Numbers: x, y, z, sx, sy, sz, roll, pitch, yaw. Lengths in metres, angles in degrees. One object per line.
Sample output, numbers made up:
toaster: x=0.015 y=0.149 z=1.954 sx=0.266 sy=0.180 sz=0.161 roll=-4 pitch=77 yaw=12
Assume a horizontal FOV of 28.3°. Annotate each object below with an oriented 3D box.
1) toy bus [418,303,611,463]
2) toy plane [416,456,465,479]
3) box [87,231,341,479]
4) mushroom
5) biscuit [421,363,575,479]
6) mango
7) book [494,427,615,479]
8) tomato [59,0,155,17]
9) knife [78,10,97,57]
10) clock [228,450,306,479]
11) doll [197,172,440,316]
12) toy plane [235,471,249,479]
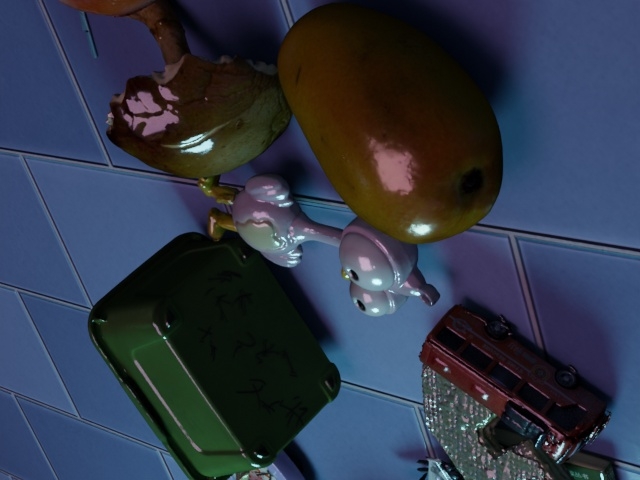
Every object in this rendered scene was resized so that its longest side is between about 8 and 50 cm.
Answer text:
toy bus: x=0.236 y=0.173 z=1.548 sx=0.235 sy=0.096 sz=0.073 roll=37 pitch=146 yaw=19
toy plane: x=0.182 y=0.358 z=1.812 sx=0.160 sy=0.082 sz=0.234 roll=54 pitch=162 yaw=-20
box: x=-0.140 y=0.163 z=1.805 sx=0.329 sy=0.253 sz=0.177 roll=55 pitch=147 yaw=-13
mushroom: x=-0.175 y=-0.222 z=1.576 sx=0.208 sy=0.233 sz=0.302 roll=-63 pitch=-49 yaw=-81
biscuit: x=0.214 y=0.251 z=1.649 sx=0.250 sy=0.046 sz=0.147 roll=55 pitch=140 yaw=10
mango: x=0.067 y=-0.137 z=1.376 sx=0.317 sy=0.173 sz=0.211 roll=48 pitch=154 yaw=23
book: x=0.323 y=0.374 z=1.703 sx=0.202 sy=0.027 sz=0.264 roll=11 pitch=131 yaw=44
tomato: x=-0.244 y=-0.367 z=1.456 sx=0.208 sy=0.208 sz=0.184 roll=40 pitch=161 yaw=12
knife: x=-0.331 y=-0.299 z=1.796 sx=0.014 sy=0.005 sz=0.091 roll=20 pitch=136 yaw=33
clock: x=-0.082 y=0.390 z=2.133 sx=0.198 sy=0.064 sz=0.172 roll=29 pitch=137 yaw=25
doll: x=0.001 y=0.000 z=1.641 sx=0.365 sy=0.094 sz=0.160 roll=26 pitch=143 yaw=30
toy plane: x=-0.118 y=0.274 z=2.004 sx=0.092 sy=0.229 sz=0.244 roll=9 pitch=114 yaw=-13
